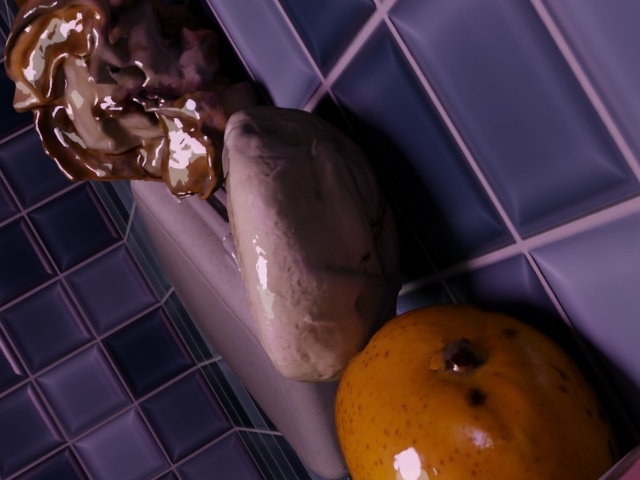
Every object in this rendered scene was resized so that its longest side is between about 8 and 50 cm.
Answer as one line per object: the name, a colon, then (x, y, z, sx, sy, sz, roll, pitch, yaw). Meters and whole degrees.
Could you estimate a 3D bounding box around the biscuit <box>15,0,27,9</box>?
biscuit: (-0.358, -0.392, 1.416, 0.394, 0.070, 0.350, 37, 151, 55)

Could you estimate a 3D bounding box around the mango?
mango: (0.097, 0.138, 0.770, 0.191, 0.160, 0.290, 50, 173, 14)

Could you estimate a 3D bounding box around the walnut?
walnut: (-0.170, -0.141, 1.073, 0.238, 0.141, 0.204, 43, 136, -3)

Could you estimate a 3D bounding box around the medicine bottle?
medicine bottle: (-0.060, 0.059, 1.185, 0.375, 0.123, 0.282, 46, 162, 45)

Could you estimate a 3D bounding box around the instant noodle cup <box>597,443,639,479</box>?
instant noodle cup: (0.169, 0.170, 0.410, 0.243, 0.231, 0.243, 53, 165, 21)

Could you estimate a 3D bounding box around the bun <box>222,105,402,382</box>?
bun: (0.000, 0.000, 0.855, 0.237, 0.116, 0.210, -95, -8, -52)
